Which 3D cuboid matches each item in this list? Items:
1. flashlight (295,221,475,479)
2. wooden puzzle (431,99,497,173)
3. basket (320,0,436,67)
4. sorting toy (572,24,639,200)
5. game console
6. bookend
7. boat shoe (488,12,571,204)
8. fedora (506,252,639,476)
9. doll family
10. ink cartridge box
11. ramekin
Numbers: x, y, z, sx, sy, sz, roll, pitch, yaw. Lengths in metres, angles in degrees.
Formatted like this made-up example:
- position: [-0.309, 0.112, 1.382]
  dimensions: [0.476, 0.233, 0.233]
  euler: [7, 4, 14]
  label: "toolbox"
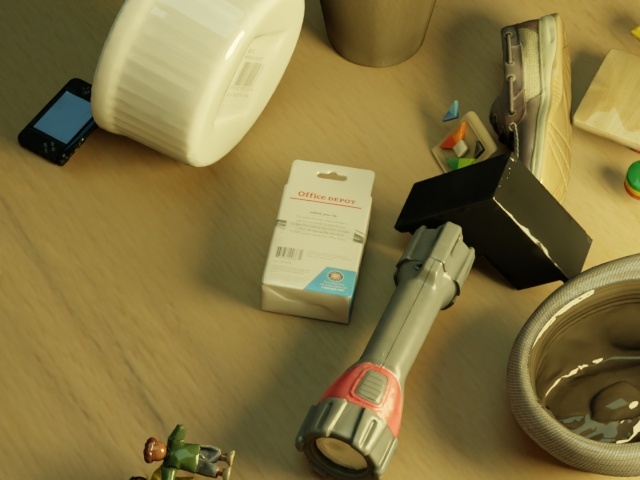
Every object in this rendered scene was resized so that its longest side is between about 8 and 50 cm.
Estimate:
- position: [0.078, 0.122, 1.767]
  dimensions: [0.103, 0.103, 0.304]
  euler: [-6, 41, 38]
  label: "flashlight"
- position: [0.172, -0.109, 1.955]
  dimensions: [0.014, 0.078, 0.116]
  euler: [16, 30, -48]
  label: "wooden puzzle"
- position: [0.074, -0.335, 2.012]
  dimensions: [0.204, 0.227, 0.154]
  euler: [-9, 55, -6]
  label: "basket"
- position: [0.395, -0.163, 2.003]
  dimensions: [0.132, 0.046, 0.274]
  euler: [22, 57, 15]
  label: "sorting toy"
- position: [-0.295, -0.157, 1.974]
  dimensions: [0.107, 0.071, 0.122]
  euler: [28, 58, 18]
  label: "game console"
- position: [0.198, -0.008, 1.860]
  dimensions: [0.157, 0.156, 0.072]
  euler: [44, 53, -24]
  label: "bookend"
- position: [0.250, -0.149, 1.966]
  dimensions: [0.092, 0.103, 0.285]
  euler: [-5, 59, 21]
  label: "boat shoe"
- position: [0.333, 0.150, 1.726]
  dimensions: [0.275, 0.124, 0.244]
  euler: [-32, 58, -12]
  label: "fedora"
- position: [-0.158, 0.286, 1.656]
  dimensions: [0.111, 0.076, 0.193]
  euler: [11, 58, 1]
  label: "doll family"
- position: [0.000, 0.000, 1.870]
  dimensions: [0.104, 0.060, 0.180]
  euler: [9, 55, 6]
  label: "ink cartridge box"
- position: [-0.135, -0.219, 1.905]
  dimensions: [0.135, 0.277, 0.277]
  euler: [31, 59, 11]
  label: "ramekin"
